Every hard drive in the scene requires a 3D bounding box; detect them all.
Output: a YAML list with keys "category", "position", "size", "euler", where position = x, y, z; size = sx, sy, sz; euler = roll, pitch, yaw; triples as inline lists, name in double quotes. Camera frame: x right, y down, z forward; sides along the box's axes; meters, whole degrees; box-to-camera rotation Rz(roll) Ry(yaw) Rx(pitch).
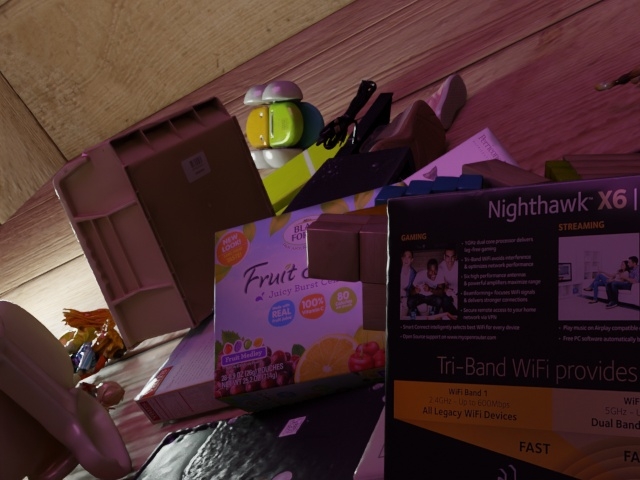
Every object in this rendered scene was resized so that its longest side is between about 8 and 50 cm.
- category: "hard drive"
  position: [0.000, 0.000, 1.112]
  size: [0.172, 0.054, 0.254]
  euler: [-3, 44, 52]
- category: "hard drive"
  position: [-0.057, 0.230, 0.809]
  size: [0.339, 0.064, 0.237]
  euler: [-19, 19, 34]

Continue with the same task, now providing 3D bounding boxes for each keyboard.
- category: "keyboard"
  position: [0.039, -0.123, 1.356]
  size: [0.033, 0.201, 0.317]
  euler: [16, 39, 15]

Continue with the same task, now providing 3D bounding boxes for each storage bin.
- category: "storage bin"
  position: [-0.192, -0.033, 1.305]
  size: [0.123, 0.260, 0.262]
  euler: [-16, 12, 33]

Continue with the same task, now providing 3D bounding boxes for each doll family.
- category: "doll family"
  position: [-0.344, 0.170, 1.346]
  size: [0.163, 0.118, 0.263]
  euler: [-34, 19, 0]

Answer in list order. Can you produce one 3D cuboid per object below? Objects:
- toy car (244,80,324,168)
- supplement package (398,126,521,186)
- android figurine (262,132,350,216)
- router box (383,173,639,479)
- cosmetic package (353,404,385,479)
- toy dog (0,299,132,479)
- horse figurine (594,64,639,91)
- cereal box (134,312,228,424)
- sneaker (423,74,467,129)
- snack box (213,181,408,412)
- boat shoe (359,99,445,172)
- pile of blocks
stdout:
- category: "toy car"
  position: [-0.061, -0.215, 1.821]
  size: [0.136, 0.159, 0.182]
  euler: [-2, 3, -29]
- category: "supplement package"
  position: [0.131, -0.009, 0.984]
  size: [0.179, 0.105, 0.105]
  euler: [-33, 54, 3]
- category: "android figurine"
  position: [-0.034, -0.086, 1.559]
  size: [0.273, 0.056, 0.248]
  euler: [-33, 19, 4]
- category: "router box"
  position: [0.176, 0.090, 0.475]
  size: [0.309, 0.242, 0.081]
  euler: [-3, -7, 39]
- category: "cosmetic package"
  position: [0.194, 0.117, 0.628]
  size: [0.310, 0.113, 0.160]
  euler: [-20, 24, 36]
- category: "toy dog"
  position: [-0.488, 0.254, 1.122]
  size: [0.408, 0.284, 0.395]
  euler: [-43, 31, -4]
- category: "horse figurine"
  position: [0.446, -0.233, 1.131]
  size: [0.263, 0.066, 0.174]
  euler: [-40, 14, -10]
- category: "cereal box"
  position: [-0.090, 0.129, 1.148]
  size: [0.240, 0.047, 0.173]
  euler: [-20, 23, 37]
- category: "sneaker"
  position: [0.182, -0.214, 1.524]
  size: [0.070, 0.051, 0.134]
  euler: [-12, 33, 36]
- category: "snack box"
  position: [0.003, 0.056, 0.905]
  size: [0.207, 0.070, 0.174]
  euler: [-13, 63, 22]
- category: "boat shoe"
  position: [0.095, -0.100, 1.334]
  size: [0.092, 0.103, 0.285]
  euler: [-31, 17, 36]
- category: "pile of blocks"
  position: [0.149, 0.006, 0.834]
  size: [0.362, 0.112, 0.149]
  euler: [-10, 22, -21]
